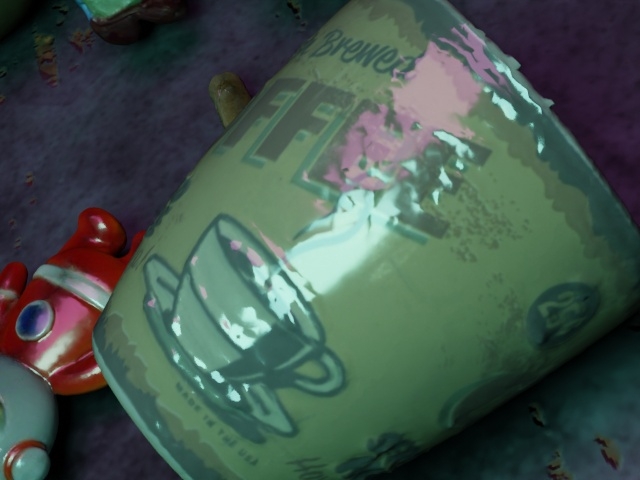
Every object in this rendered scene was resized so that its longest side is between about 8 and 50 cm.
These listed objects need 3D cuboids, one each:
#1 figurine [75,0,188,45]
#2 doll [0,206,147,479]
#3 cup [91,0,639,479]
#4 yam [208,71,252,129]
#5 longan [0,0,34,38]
[{"bbox_3d":[-0.153,-0.262,1.101,0.127,0.185,0.234,-33,8,15],"label":"figurine"},{"bbox_3d":[-0.191,0.085,0.871,0.142,0.076,0.245,22,63,36],"label":"doll"},{"bbox_3d":[0.000,0.000,0.760,0.257,0.227,0.301,-37,30,1],"label":"cup"},{"bbox_3d":[-0.046,-0.066,0.943,0.032,0.032,0.145,-29,48,3],"label":"yam"},{"bbox_3d":[-0.306,-0.241,1.125,0.204,0.159,0.185,-41,55,-21],"label":"longan"}]
